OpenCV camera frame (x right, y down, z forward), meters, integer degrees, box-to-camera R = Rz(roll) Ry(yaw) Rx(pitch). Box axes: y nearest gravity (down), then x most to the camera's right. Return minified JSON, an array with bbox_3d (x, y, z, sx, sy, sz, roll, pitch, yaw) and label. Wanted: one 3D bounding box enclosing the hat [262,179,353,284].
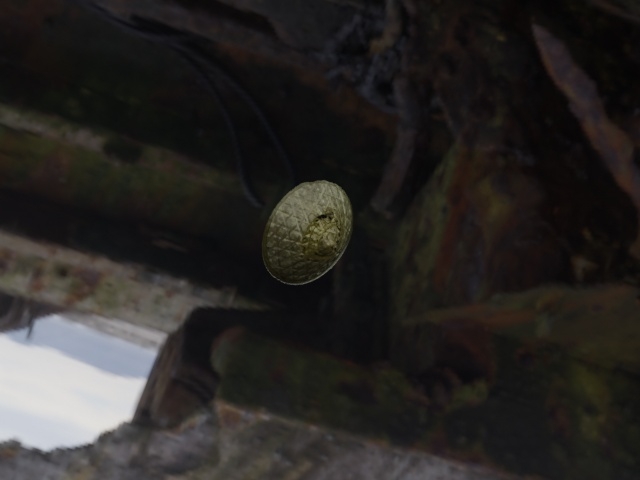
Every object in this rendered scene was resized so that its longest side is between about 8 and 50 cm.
[{"bbox_3d":[0.000,0.000,1.443,0.146,0.146,0.067,13,167,41],"label":"hat"}]
